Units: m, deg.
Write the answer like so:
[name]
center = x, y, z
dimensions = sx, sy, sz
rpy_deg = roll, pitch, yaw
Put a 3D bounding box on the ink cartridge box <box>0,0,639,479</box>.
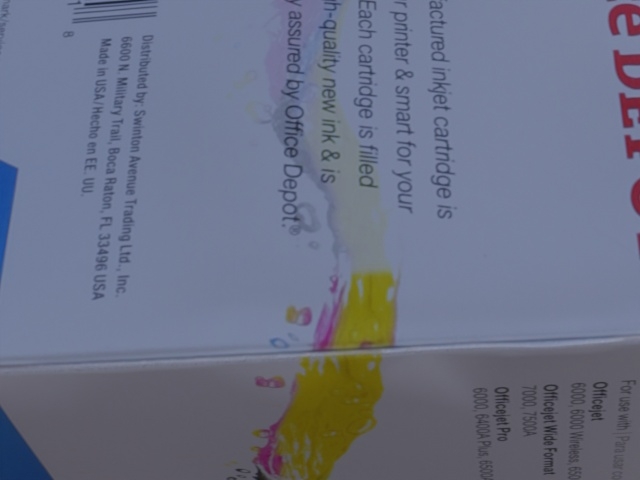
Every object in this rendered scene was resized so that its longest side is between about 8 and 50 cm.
[ink cartridge box]
center = 0.000, 0.000, 0.418
dimensions = 0.232, 0.168, 0.171
rpy_deg = -3, 57, 7
